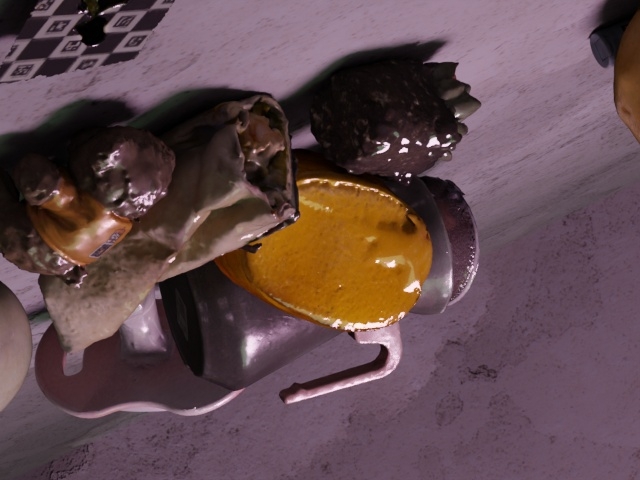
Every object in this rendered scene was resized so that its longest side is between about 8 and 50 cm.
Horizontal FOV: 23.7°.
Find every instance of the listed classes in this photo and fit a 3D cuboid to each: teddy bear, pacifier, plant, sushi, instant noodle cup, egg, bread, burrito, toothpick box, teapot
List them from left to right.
[{"bbox_3d":[-0.427,0.125,1.749,0.187,0.186,0.253,-17,164,-35],"label":"egg"},{"bbox_3d":[-0.234,-0.045,1.515,0.190,0.140,0.177,-36,164,17],"label":"teddy bear"},{"bbox_3d":[-0.174,-0.190,1.182,0.139,0.031,0.201,-16,164,-36],"label":"sushi"},{"bbox_3d":[-0.246,0.141,2.161,0.332,0.220,0.273,-2,171,7],"label":"pacifier"},{"bbox_3d":[-0.184,-0.027,1.660,0.332,0.190,0.135,-30,138,19],"label":"burrito"},{"bbox_3d":[-0.019,0.063,1.986,0.344,0.300,0.253,-13,-158,-16],"label":"teapot"},{"bbox_3d":[0.000,0.000,1.785,0.270,0.195,0.143,20,-173,-27],"label":"bread"},{"bbox_3d":[0.102,0.012,2.375,0.207,0.217,0.217,-8,162,-38],"label":"instant noodle cup"},{"bbox_3d":[0.091,-0.139,1.758,0.194,0.132,0.129,-8,160,-43],"label":"plant"},{"bbox_3d":[0.410,-0.270,2.053,0.083,0.052,0.052,-24,170,-11],"label":"toothpick box"}]

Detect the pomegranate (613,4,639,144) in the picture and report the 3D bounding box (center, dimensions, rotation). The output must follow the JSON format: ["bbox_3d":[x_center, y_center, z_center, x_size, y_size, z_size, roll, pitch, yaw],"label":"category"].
[{"bbox_3d":[0.537,-0.208,1.944,0.333,0.332,0.332,-24,170,-5],"label":"pomegranate"}]

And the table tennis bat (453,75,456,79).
[{"bbox_3d":[0.136,-0.188,1.955,0.087,0.013,0.156,-28,168,8],"label":"table tennis bat"}]
